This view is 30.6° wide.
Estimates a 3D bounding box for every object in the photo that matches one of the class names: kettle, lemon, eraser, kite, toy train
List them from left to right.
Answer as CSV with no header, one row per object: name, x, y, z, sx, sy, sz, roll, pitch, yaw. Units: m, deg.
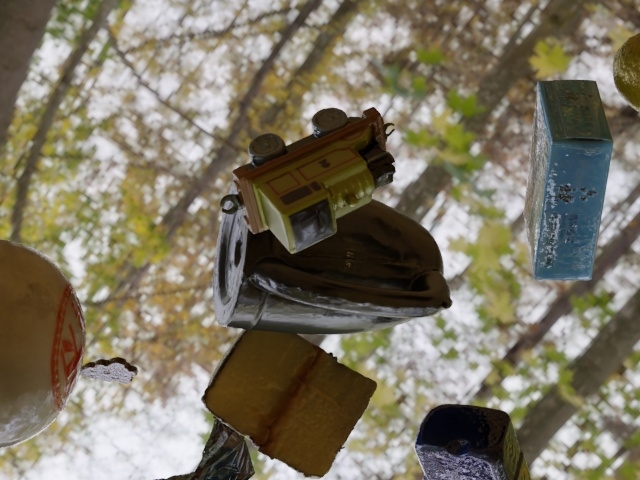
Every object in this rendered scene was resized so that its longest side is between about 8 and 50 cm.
kite,-0.227,0.441,2.201,0.011,0.335,0.314,29,-167,37
toy train,-0.001,-0.066,1.270,0.127,0.219,0.089,50,160,43
kettle,0.034,0.041,1.675,0.324,0.228,0.321,8,-169,-16
eraser,0.252,0.393,1.868,0.101,0.155,0.332,-64,-34,-38
lemon,0.426,-0.207,1.461,0.133,0.109,0.109,49,-156,25

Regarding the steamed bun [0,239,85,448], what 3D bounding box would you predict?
steamed bun,-0.335,0.113,1.299,0.145,0.231,0.232,-2,-155,2

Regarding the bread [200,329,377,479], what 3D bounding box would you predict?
bread,-0.047,0.245,1.796,0.240,0.135,0.178,33,-159,-4

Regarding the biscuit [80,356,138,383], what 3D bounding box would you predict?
biscuit,-0.321,0.196,1.767,0.082,0.092,0.016,79,-168,-60

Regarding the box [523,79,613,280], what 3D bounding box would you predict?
box,0.320,-0.077,1.534,0.083,0.232,0.142,1,-141,2
